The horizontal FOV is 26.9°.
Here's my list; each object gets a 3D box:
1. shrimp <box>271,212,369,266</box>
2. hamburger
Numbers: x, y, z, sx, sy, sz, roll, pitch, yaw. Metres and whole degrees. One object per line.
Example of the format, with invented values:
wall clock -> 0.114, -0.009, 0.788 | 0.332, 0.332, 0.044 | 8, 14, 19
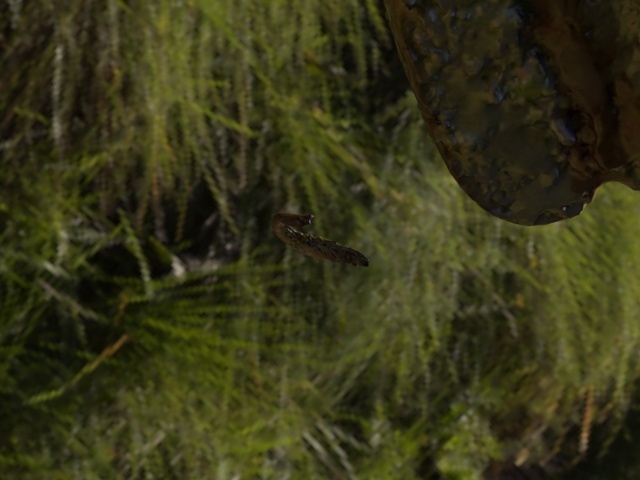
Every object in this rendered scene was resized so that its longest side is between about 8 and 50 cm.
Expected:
shrimp -> 0.000, 0.000, 1.576 | 0.127, 0.025, 0.091 | 20, -22, 5
hamburger -> 0.200, -0.238, 1.309 | 0.287, 0.268, 0.445 | -97, 163, -50
